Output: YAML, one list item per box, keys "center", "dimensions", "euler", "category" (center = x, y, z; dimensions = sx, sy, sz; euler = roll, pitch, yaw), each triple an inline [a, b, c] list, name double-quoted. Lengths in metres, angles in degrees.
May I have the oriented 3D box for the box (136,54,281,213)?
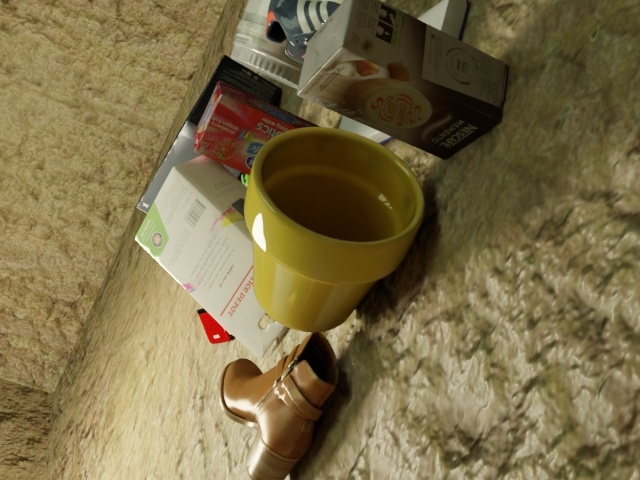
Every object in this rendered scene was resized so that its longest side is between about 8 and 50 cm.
- center: [-0.284, -0.236, 2.273]
  dimensions: [0.343, 0.179, 0.312]
  euler: [-50, 14, 42]
  category: "box"

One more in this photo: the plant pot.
- center: [0.000, 0.000, 1.314]
  dimensions: [0.254, 0.254, 0.239]
  euler: [-90, 15, -46]
  category: "plant pot"

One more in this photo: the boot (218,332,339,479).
- center: [-0.068, 0.224, 1.416]
  dimensions: [0.220, 0.109, 0.283]
  euler: [-61, 23, 22]
  category: "boot"

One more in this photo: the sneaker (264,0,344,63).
- center: [0.017, -0.405, 1.724]
  dimensions: [0.350, 0.131, 0.148]
  euler: [31, 103, 46]
  category: "sneaker"

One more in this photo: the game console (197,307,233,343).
- center: [-0.211, 0.156, 1.967]
  dimensions: [0.144, 0.085, 0.124]
  euler: [-22, 91, 64]
  category: "game console"

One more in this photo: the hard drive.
- center: [0.130, -0.268, 1.518]
  dimensions: [0.318, 0.040, 0.210]
  euler: [-20, 51, 64]
  category: "hard drive"

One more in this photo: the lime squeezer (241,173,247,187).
- center: [-0.149, -0.155, 2.097]
  dimensions: [0.110, 0.059, 0.310]
  euler: [-63, 20, 15]
  category: "lime squeezer"

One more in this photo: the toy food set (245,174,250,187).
- center: [-0.121, -0.168, 1.950]
  dimensions: [0.192, 0.038, 0.132]
  euler: [9, 94, 53]
  category: "toy food set"

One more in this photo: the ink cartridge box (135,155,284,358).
- center: [-0.165, 0.029, 1.696]
  dimensions: [0.119, 0.353, 0.207]
  euler: [-28, -22, -55]
  category: "ink cartridge box"

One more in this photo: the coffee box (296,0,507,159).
- center: [0.112, -0.220, 1.210]
  dimensions: [0.141, 0.246, 0.098]
  euler: [-35, 39, 58]
  category: "coffee box"

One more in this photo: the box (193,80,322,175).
- center: [-0.108, -0.193, 1.734]
  dimensions: [0.128, 0.257, 0.122]
  euler: [-61, 18, 17]
  category: "box"

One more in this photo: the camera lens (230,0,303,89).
- center: [-0.056, -0.491, 1.961]
  dimensions: [0.274, 0.219, 0.219]
  euler: [-66, 20, 6]
  category: "camera lens"
